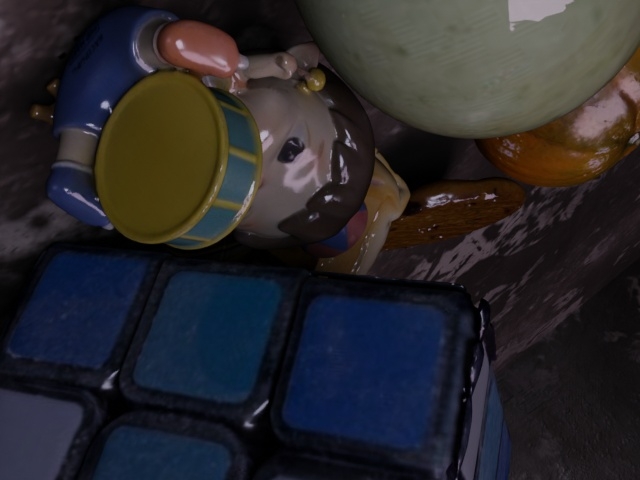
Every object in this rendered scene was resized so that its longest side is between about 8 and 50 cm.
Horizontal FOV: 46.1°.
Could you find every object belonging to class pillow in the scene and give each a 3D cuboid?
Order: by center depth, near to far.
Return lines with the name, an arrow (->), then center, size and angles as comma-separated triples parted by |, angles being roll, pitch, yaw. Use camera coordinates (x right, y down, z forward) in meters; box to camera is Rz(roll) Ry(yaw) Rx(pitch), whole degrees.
pillow -> -0.115, 0.042, 0.727 | 0.113, 0.038, 0.203 | -23, 150, -40

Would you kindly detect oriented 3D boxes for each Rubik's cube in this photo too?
Rubik's cube -> -0.056, 0.236, 0.572 | 0.363, 0.358, 0.362 | 63, 35, -57

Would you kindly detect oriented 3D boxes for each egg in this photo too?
egg -> 0.079, -0.185, 0.422 | 0.218, 0.218, 0.295 | -42, 145, 2

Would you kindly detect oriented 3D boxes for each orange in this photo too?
orange -> 0.267, -0.161, 0.776 | 0.240, 0.171, 0.240 | -32, 153, -19

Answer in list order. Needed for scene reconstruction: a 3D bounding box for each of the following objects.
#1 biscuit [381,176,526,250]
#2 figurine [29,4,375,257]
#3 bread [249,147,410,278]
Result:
biscuit -> 0.133, -0.030, 0.868 | 0.212, 0.036, 0.212 | -12, 169, -3
figurine -> -0.047, -0.059, 0.518 | 0.161, 0.158, 0.275 | -42, 156, 25
bread -> 0.000, 0.000, 0.748 | 0.134, 0.081, 0.225 | 11, 111, -50
